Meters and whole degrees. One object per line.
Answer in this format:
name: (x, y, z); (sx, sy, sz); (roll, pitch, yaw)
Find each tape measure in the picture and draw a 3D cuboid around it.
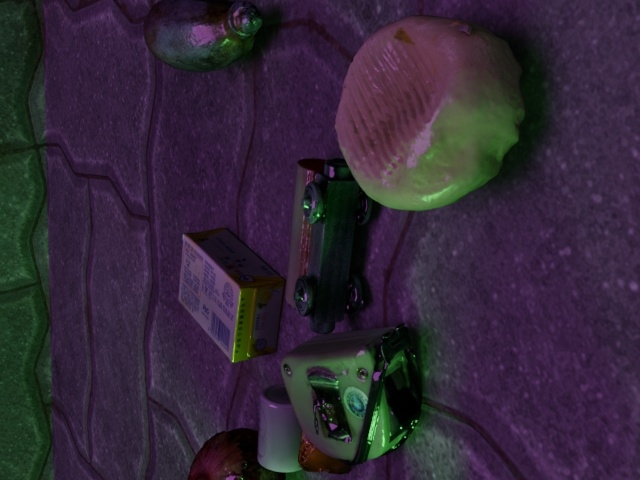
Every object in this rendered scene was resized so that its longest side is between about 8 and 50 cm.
tape measure: (0.056, 0.239, 1.228); (0.235, 0.115, 0.207); (-14, 96, 45)

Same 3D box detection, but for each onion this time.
onion: (-0.162, 0.484, 1.574); (0.246, 0.190, 0.246); (-18, 69, 55)

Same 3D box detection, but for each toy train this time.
toy train: (0.000, 0.000, 1.317); (0.177, 0.116, 0.285); (-137, 48, -62)

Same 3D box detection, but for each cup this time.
cup: (-0.073, 0.333, 1.490); (0.136, 0.099, 0.133); (23, 116, 53)

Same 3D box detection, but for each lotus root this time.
lotus root: (-0.210, -0.382, 1.528); (0.322, 0.158, 0.140); (19, 114, 48)

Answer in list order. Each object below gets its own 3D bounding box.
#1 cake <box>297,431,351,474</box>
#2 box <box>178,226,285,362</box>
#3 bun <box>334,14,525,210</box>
cake: (0.029, 0.305, 1.386); (0.080, 0.116, 0.185); (-40, 30, 48)
box: (-0.182, 0.101, 1.620); (0.265, 0.097, 0.168); (35, 124, 49)
bun: (0.142, -0.151, 1.016); (0.259, 0.160, 0.259); (-21, 63, 49)
